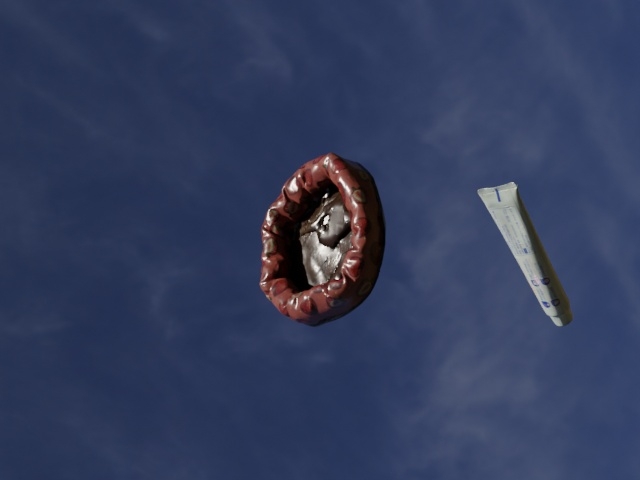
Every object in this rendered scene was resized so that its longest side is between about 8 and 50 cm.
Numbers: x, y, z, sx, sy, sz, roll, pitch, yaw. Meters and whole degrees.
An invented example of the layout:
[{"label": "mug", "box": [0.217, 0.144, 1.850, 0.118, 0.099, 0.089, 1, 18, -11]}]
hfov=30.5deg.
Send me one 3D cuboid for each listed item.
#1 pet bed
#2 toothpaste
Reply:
[{"label": "pet bed", "box": [0.000, 0.000, 1.291, 0.053, 0.201, 0.201, 18, -98, -33]}, {"label": "toothpaste", "box": [0.256, 0.019, 1.419, 0.218, 0.052, 0.033, 58, -139, -28]}]
